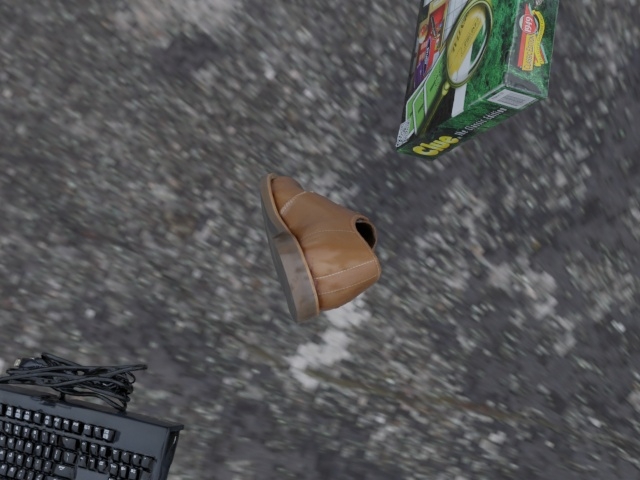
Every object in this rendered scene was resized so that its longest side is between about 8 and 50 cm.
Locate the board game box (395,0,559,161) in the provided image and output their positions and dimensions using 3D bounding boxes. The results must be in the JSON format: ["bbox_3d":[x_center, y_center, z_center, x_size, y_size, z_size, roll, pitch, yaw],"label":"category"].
[{"bbox_3d":[0.099,-0.182,1.042,0.030,0.136,0.259,16,72,-21],"label":"board game box"}]

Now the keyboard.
[{"bbox_3d":[-0.160,0.107,1.053,0.192,0.038,0.100,7,77,39],"label":"keyboard"}]

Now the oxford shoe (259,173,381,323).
[{"bbox_3d":[0.000,0.000,1.341,0.076,0.212,0.076,-17,112,-5],"label":"oxford shoe"}]
